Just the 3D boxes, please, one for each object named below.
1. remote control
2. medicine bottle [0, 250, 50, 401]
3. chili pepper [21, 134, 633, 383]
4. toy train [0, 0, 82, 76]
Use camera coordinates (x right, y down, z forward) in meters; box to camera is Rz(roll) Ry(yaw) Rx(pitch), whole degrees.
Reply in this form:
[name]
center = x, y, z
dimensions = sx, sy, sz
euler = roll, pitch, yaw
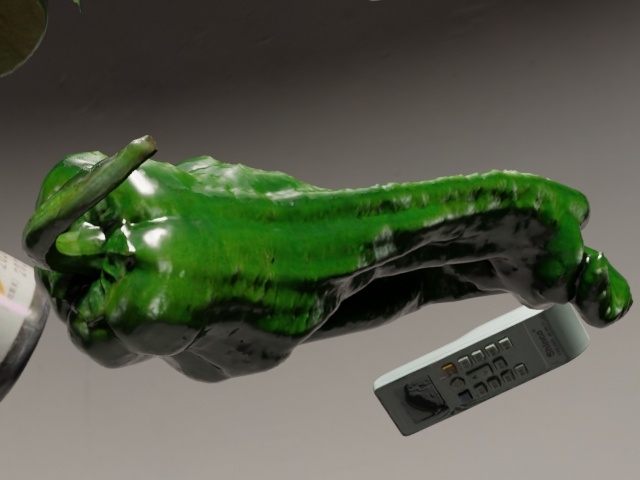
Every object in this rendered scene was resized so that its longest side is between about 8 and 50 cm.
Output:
[remote control]
center = 0.121, 0.092, 1.455
dimensions = 0.162, 0.029, 0.061
euler = -25, 125, 9
[medicine bottle]
center = -0.416, 0.048, 1.887
dimensions = 0.273, 0.165, 0.165
euler = 29, 85, -22
[chili pepper]
center = 0.003, 0.005, 0.623
dimensions = 0.257, 0.100, 0.074
euler = -5, 90, -42
[toy train]
center = -0.229, -0.244, 1.505
dimensions = 0.126, 0.307, 0.189
euler = 14, 121, -15
